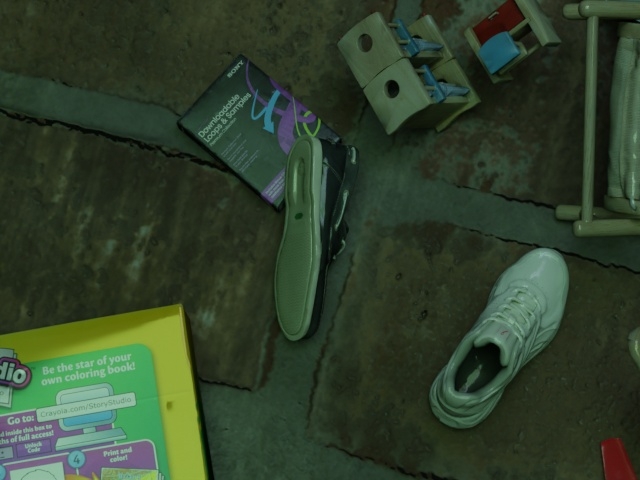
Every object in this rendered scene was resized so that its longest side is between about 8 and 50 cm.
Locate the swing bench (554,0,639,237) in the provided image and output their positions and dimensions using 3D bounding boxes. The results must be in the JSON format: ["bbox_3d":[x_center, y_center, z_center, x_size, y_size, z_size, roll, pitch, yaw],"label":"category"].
[{"bbox_3d":[0.397,-0.135,1.686,0.254,0.165,0.253,0,98,2],"label":"swing bench"}]

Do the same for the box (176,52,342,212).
[{"bbox_3d":[-0.072,-0.127,1.802,0.162,0.029,0.116,40,81,10],"label":"box"}]

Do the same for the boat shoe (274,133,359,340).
[{"bbox_3d":[0.000,0.000,1.745,0.079,0.084,0.233,9,86,-35],"label":"boat shoe"}]

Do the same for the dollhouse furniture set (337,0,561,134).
[{"bbox_3d":[0.143,-0.224,1.728,0.183,0.129,0.129,-36,76,30],"label":"dollhouse furniture set"}]

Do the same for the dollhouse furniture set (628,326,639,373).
[{"bbox_3d":[0.534,0.062,1.562,0.303,0.355,0.174,-33,99,-47],"label":"dollhouse furniture set"}]

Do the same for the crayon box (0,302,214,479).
[{"bbox_3d":[-0.301,0.256,1.678,0.363,0.106,0.313,-9,76,-2],"label":"crayon box"}]

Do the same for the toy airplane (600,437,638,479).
[{"bbox_3d":[0.316,0.293,1.697,0.151,0.028,0.151,0,75,1],"label":"toy airplane"}]

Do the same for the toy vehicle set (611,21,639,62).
[{"bbox_3d":[0.490,-0.276,1.822,0.166,0.035,0.267,35,80,9],"label":"toy vehicle set"}]

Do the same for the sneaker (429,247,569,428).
[{"bbox_3d":[0.208,0.104,1.698,0.090,0.115,0.232,31,79,8],"label":"sneaker"}]

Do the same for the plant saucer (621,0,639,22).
[{"bbox_3d":[0.437,-0.384,1.808,0.317,0.044,0.318,0,76,1],"label":"plant saucer"}]
